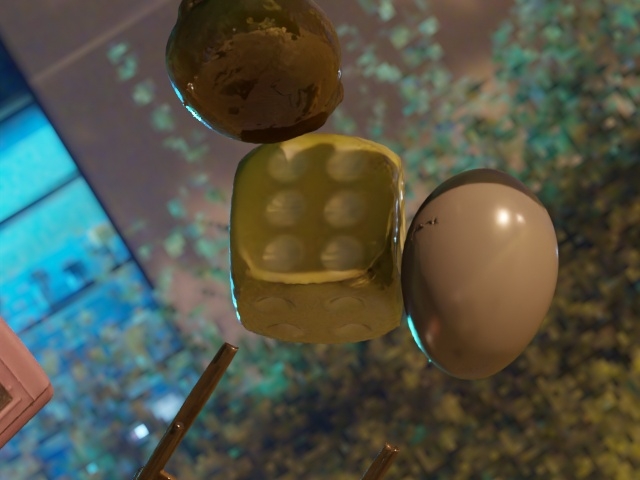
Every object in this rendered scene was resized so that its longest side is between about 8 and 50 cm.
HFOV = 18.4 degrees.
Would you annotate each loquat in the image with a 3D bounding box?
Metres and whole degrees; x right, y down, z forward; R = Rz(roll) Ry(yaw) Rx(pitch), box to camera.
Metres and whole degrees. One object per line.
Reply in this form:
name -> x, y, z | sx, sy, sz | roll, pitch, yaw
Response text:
loquat -> -0.055, -0.163, 1.825 | 0.152, 0.152, 0.195 | -37, -55, 25

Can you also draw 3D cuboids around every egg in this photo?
egg -> 0.148, 0.031, 1.850 | 0.146, 0.198, 0.146 | 10, -7, 1

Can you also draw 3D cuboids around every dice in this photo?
dice -> 0.000, 0.000, 1.980 | 0.166, 0.169, 0.169 | -1, -23, 6

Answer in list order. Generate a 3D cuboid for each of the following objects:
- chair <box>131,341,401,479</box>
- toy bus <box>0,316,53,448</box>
chair -> -0.086, 0.245, 1.520 | 0.272, 0.188, 0.166 | -57, 0, 24
toy bus -> -0.242, 0.114, 1.044 | 0.199, 0.096, 0.108 | -46, 23, -24
